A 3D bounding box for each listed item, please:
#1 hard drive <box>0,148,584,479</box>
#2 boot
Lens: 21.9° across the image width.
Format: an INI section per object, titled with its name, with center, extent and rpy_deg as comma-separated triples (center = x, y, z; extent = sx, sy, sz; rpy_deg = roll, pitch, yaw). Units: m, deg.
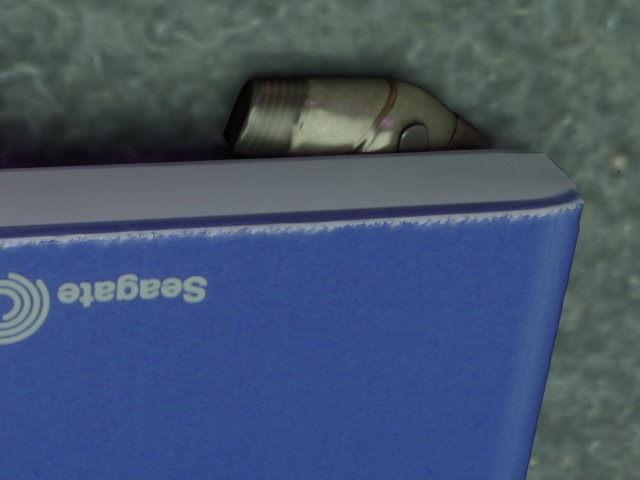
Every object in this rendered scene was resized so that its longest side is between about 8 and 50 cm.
[hard drive]
center = -0.041, 0.123, 0.550
extent = 0.210, 0.040, 0.318
rpy_deg = -3, 121, -17
[boot]
center = 0.000, 0.000, 0.536
extent = 0.087, 0.042, 0.118
rpy_deg = 17, 117, -22
